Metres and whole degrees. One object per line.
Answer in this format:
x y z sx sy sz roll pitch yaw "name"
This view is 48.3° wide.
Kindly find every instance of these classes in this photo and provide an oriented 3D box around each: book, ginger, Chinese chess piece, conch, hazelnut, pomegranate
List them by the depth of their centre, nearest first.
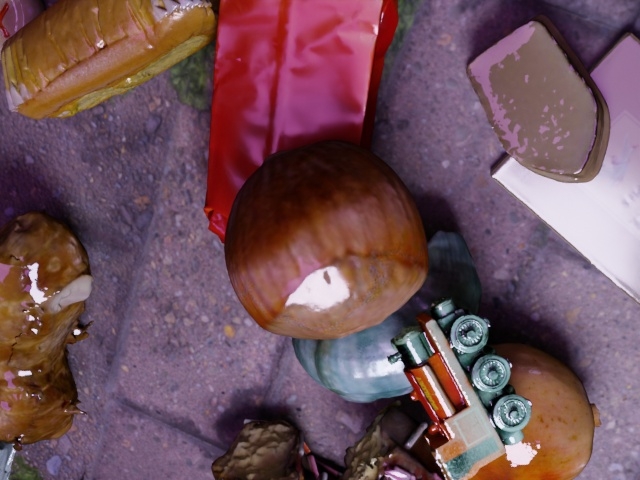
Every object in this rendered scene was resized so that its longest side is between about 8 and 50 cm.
0.000 0.000 0.737 0.214 0.176 0.214 0 79 0 "hazelnut"
0.383 -0.052 0.815 0.310 0.021 0.217 41 114 -1 "book"
0.236 0.216 0.864 0.191 0.191 0.191 5 109 14 "pomegranate"
0.072 0.108 0.873 0.195 0.220 0.277 32 134 20 "conch"
-0.425 -0.300 0.939 0.122 0.051 0.122 5 109 14 "Chinese chess piece"
-0.417 0.144 1.023 0.254 0.176 0.418 36 120 -1 "ginger"

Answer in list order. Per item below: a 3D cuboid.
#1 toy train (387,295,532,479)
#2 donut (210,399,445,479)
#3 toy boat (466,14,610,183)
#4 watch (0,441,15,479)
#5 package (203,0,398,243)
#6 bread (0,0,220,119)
0.140 0.151 0.740 0.118 0.074 0.176 -30 96 -3 "toy train"
0.046 0.343 0.948 0.345 0.136 0.259 -19 118 40 "donut"
0.243 -0.143 0.780 0.116 0.061 0.188 -33 85 25 "toy boat"
-0.593 0.311 1.097 0.241 0.253 0.161 15 95 -2 "watch"
-0.026 -0.163 0.837 0.196 0.123 0.423 13 113 9 "package"
-0.246 -0.245 0.855 0.288 0.152 0.119 -24 95 21 "bread"
